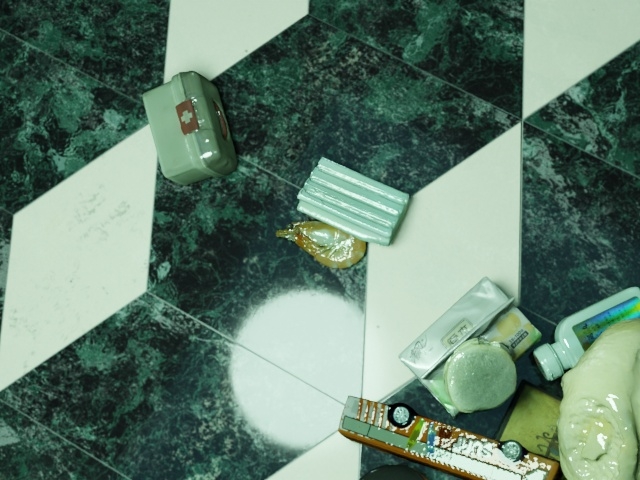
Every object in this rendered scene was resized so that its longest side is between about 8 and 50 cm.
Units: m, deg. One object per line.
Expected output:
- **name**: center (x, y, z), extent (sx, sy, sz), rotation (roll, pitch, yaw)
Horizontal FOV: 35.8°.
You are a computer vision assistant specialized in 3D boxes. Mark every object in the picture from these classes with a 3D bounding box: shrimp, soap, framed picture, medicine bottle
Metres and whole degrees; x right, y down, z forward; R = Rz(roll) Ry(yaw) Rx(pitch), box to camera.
- **shrimp**: center (0.000, 0.000, 1.966), extent (0.184, 0.043, 0.091), rotation (16, 85, 8)
- **soap**: center (0.065, -0.073, 1.946), extent (0.198, 0.063, 0.115), rotation (25, 59, 11)
- **framed picture**: center (0.474, 0.437, 1.808), extent (0.338, 0.014, 0.255), rotation (27, 66, 10)
- **medicine bottle**: center (0.513, 0.185, 1.851), extent (0.228, 0.083, 0.121), rotation (-26, 85, 0)

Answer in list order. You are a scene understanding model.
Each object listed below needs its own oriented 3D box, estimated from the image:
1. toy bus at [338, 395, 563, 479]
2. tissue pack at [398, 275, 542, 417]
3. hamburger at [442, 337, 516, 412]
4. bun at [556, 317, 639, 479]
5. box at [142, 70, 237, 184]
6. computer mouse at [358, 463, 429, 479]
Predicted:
- **toy bus**: center (0.230, 0.373, 1.795), extent (0.408, 0.093, 0.092), rotation (14, 73, 25)
- **tissue pack**: center (0.280, 0.197, 1.844), extent (0.229, 0.145, 0.159), rotation (-42, 79, -2)
- **hamburger**: center (0.282, 0.240, 1.765), extent (0.140, 0.062, 0.133), rotation (-2, 102, -13)
- **bun**: center (0.530, 0.316, 1.722), extent (0.202, 0.364, 0.364), rotation (-1, 77, 45)
- **box**: center (-0.260, -0.222, 1.989), extent (0.129, 0.148, 0.210), rotation (-20, 78, 14)
- **computer mouse**: center (0.159, 0.529, 1.755), extent (0.183, 0.116, 0.323), rotation (-38, 48, -4)
